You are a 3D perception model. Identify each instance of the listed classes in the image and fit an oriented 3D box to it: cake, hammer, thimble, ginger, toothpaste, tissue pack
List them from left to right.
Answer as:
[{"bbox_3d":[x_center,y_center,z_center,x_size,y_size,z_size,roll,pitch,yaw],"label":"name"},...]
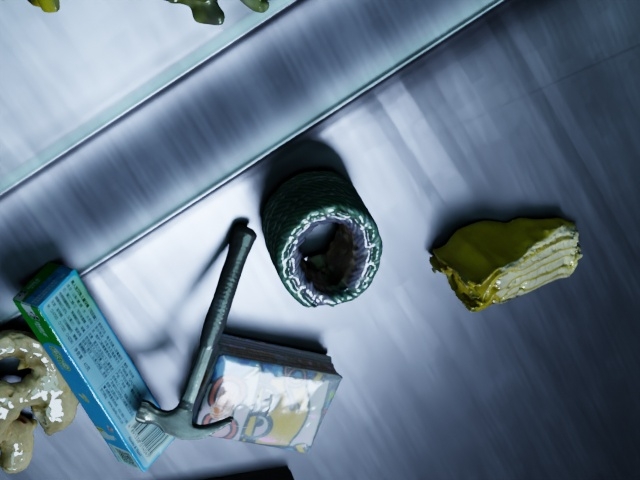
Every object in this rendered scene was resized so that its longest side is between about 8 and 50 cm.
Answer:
[{"bbox_3d":[-0.367,0.215,1.885,0.149,0.065,0.259,30,107,-33],"label":"ginger"},{"bbox_3d":[-0.244,0.143,1.866,0.065,0.050,0.267,-47,130,-26],"label":"toothpaste"},{"bbox_3d":[-0.115,0.102,1.860,0.103,0.029,0.246,21,95,-1],"label":"hammer"},{"bbox_3d":[-0.068,0.178,1.947,0.155,0.065,0.116,12,115,-24],"label":"tissue pack"},{"bbox_3d":[0.001,-0.002,1.837,0.118,0.090,0.135,-16,125,-7],"label":"thimble"},{"bbox_3d":[0.224,0.026,1.914,0.184,0.116,0.080,6,118,-15],"label":"cake"}]

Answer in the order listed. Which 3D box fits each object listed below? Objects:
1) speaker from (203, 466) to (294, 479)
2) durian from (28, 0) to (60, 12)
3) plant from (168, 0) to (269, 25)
[{"bbox_3d":[-0.137,0.332,2.037,0.218,0.044,0.082,-8,124,-11],"label":"speaker"},{"bbox_3d":[-0.267,-0.346,1.450,0.258,0.258,0.293,-21,154,-3],"label":"durian"},{"bbox_3d":[-0.120,-0.368,1.563,0.251,0.180,0.334,-25,108,-33],"label":"plant"}]
